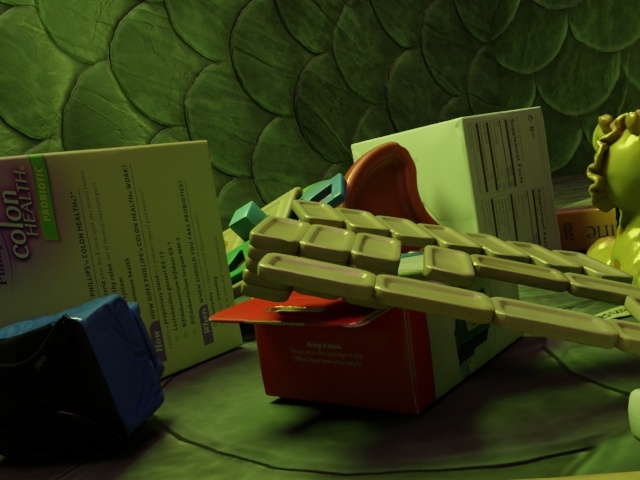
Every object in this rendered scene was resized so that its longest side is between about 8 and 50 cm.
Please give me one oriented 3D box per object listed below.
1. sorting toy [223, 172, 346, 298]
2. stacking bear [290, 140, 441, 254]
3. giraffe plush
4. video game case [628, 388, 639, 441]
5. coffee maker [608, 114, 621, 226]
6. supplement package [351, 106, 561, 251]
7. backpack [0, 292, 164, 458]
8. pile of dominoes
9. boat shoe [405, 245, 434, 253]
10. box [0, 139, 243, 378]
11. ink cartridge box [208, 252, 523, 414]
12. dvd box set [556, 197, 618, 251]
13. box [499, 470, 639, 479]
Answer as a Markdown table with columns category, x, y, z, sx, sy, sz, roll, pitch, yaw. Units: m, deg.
| category | x | y | z | sx | sy | sz | roll | pitch | yaw |
| --- | --- | --- | --- | --- | --- | --- | --- | --- | --- |
| sorting toy | -0.118 | 0.017 | 0.816 | 0.347 | 0.047 | 0.196 | -29 | 24 | 32 |
| stacking bear | 0.000 | 0.000 | 0.933 | 0.164 | 0.176 | 0.289 | -29 | 7 | -39 |
| giraffe plush | 0.300 | -0.032 | 0.595 | 0.210 | 0.171 | 0.181 | -12 | 6 | -29 |
| video game case | 0.258 | 0.074 | 0.207 | 0.206 | 0.026 | 0.227 | -4 | 3 | -13 |
| coffee maker | 0.413 | -0.064 | 0.726 | 0.178 | 0.171 | 0.120 | -9 | 15 | 19 |
| supplement package | 0.186 | -0.065 | 0.973 | 0.145 | 0.204 | 0.261 | -13 | 6 | -27 |
| backpack | -0.179 | 0.097 | 0.474 | 0.120 | 0.098 | 0.101 | -17 | 4 | 15 |
| pile of dominoes | 0.082 | 0.029 | 0.413 | 0.251 | 0.040 | 0.196 | 11 | 13 | 5 |
| boat shoe | 0.101 | 0.042 | 0.755 | 0.064 | 0.060 | 0.178 | -6 | 6 | 29 |
| box | -0.213 | 0.028 | 0.625 | 0.117 | 0.214 | 0.243 | -5 | 7 | 39 |
| ink cartridge box | 0.045 | 0.064 | 0.507 | 0.134 | 0.078 | 0.231 | -4 | 7 | 39 |
| dvd box set | 0.564 | -0.048 | 0.912 | 0.420 | 0.062 | 0.307 | -5 | 6 | 42 |
| box | 0.059 | 0.121 | 0.185 | 0.164 | 0.021 | 0.201 | -8 | 5 | 10 |
